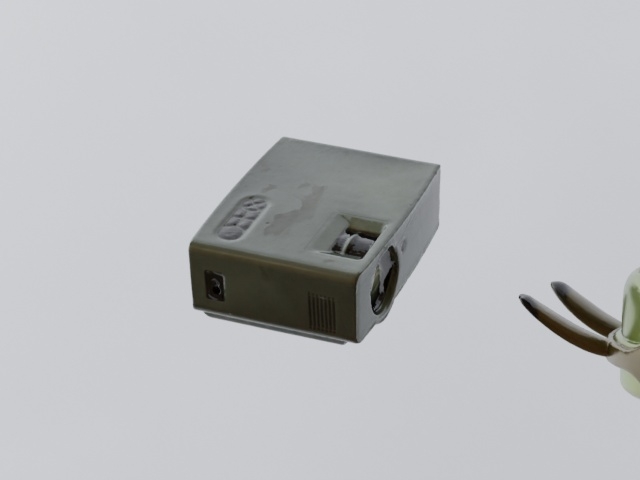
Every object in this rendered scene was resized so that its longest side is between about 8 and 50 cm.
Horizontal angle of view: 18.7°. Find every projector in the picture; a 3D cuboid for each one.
[{"bbox_3d":[0.000,0.000,1.200,0.115,0.147,0.061,10,-56,21],"label":"projector"}]

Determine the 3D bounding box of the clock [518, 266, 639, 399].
[{"bbox_3d":[0.228,0.049,1.055,0.232,0.170,0.069,3,-82,20],"label":"clock"}]
